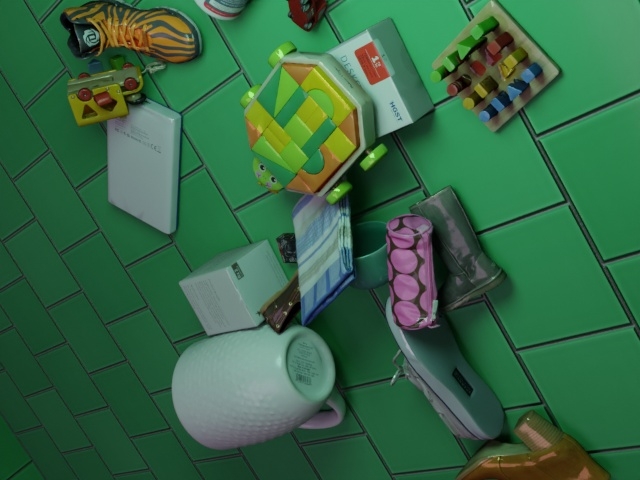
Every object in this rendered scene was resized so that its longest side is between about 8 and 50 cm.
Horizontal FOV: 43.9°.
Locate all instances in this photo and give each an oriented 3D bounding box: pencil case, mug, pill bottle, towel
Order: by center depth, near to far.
[{"bbox_3d":[-0.156,-0.505,1.461,0.108,0.108,0.180,49,134,2],"label":"pill bottle"},{"bbox_3d":[0.176,0.060,1.473,0.098,0.095,0.209,27,131,59],"label":"pencil case"},{"bbox_3d":[0.000,0.000,1.572,0.034,0.285,0.209,14,142,-25],"label":"towel"},{"bbox_3d":[0.098,0.029,1.592,0.129,0.158,0.097,-11,121,18],"label":"mug"},{"bbox_3d":[-0.104,0.348,1.859,0.328,0.276,0.374,-24,131,39],"label":"mug"}]

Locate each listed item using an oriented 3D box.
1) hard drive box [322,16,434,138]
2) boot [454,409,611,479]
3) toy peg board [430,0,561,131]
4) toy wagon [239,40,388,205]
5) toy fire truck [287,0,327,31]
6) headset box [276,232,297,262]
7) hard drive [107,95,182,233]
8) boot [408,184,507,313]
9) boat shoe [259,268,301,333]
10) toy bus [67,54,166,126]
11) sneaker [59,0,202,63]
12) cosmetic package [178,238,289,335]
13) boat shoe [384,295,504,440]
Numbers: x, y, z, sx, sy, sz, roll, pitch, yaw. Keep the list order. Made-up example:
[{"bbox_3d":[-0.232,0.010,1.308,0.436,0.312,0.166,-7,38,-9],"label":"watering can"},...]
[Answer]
[{"bbox_3d":[0.061,-0.271,1.451,0.232,0.089,0.181,-19,104,42],"label":"hard drive box"},{"bbox_3d":[0.427,0.491,1.625,0.211,0.104,0.295,44,130,8],"label":"boot"},{"bbox_3d":[0.271,-0.273,1.296,0.161,0.079,0.161,48,135,3],"label":"toy peg board"},{"bbox_3d":[-0.039,-0.186,1.470,0.267,0.068,0.344,48,135,3],"label":"toy wagon"},{"bbox_3d":[-0.004,-0.461,1.379,0.047,0.135,0.192,39,172,12],"label":"toy fire truck"},{"bbox_3d":[-0.057,0.017,1.755,0.083,0.032,0.062,-1,115,39],"label":"headset box"},{"bbox_3d":[-0.425,-0.192,1.903,0.210,0.040,0.319,27,129,22],"label":"hard drive"},{"bbox_3d":[0.231,0.020,1.509,0.189,0.076,0.208,-36,98,33],"label":"boot"},{"bbox_3d":[-0.039,0.113,1.716,0.207,0.073,0.073,-48,59,11],"label":"boat shoe"},{"bbox_3d":[-0.457,-0.319,1.754,0.202,0.191,0.104,15,133,29],"label":"toy bus"},{"bbox_3d":[-0.411,-0.421,1.656,0.321,0.180,0.125,19,126,28],"label":"sneaker"},{"bbox_3d":[-0.193,0.109,1.831,0.183,0.151,0.151,-15,107,42],"label":"cosmetic package"},{"bbox_3d":[0.220,0.267,1.640,0.156,0.136,0.367,-25,109,47],"label":"boat shoe"}]
